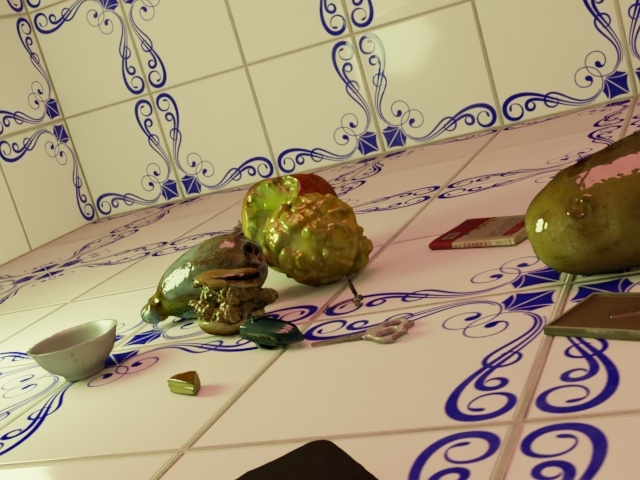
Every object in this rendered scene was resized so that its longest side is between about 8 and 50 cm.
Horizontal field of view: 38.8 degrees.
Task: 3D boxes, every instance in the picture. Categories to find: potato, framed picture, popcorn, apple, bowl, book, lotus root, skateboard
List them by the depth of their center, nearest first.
[{"bbox_3d":[0.449,0.108,1.328,0.150,0.015,0.203,-26,15,-39],"label":"framed picture"},{"bbox_3d":[0.528,-0.062,1.535,0.359,0.219,0.270,-25,3,-5],"label":"potato"},{"bbox_3d":[0.035,0.110,1.791,0.083,0.064,0.032,-23,16,26],"label":"skateboard"},{"bbox_3d":[-0.494,0.234,1.857,0.189,0.086,0.189,-15,10,3],"label":"bowl"},{"bbox_3d":[-0.010,0.005,1.991,0.235,0.181,0.217,14,-44,-23],"label":"popcorn"},{"bbox_3d":[0.373,-0.020,2.002,0.231,0.022,0.162,-4,20,46],"label":"book"},{"bbox_3d":[-0.264,0.091,2.026,0.322,0.158,0.140,-26,32,23],"label":"lotus root"},{"bbox_3d":[-0.063,-0.038,2.160,0.246,0.226,0.246,-14,-5,-1],"label":"apple"}]

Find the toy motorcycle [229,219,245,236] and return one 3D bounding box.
[{"bbox_3d":[-0.241,0.000,2.606,0.212,0.084,0.118,-24,21,-11],"label":"toy motorcycle"}]

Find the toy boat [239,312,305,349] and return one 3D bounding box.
[{"bbox_3d":[-0.083,0.170,1.666,0.141,0.060,0.055,4,23,41],"label":"toy boat"}]

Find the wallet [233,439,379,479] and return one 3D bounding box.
[{"bbox_3d":[-0.111,0.330,0.983,0.377,0.051,0.197,-22,16,-21],"label":"wallet"}]

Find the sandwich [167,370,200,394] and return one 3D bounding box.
[{"bbox_3d":[-0.228,0.245,1.575,0.083,0.031,0.044,-1,23,46],"label":"sandwich"}]

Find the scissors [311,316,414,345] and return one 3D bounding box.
[{"bbox_3d":[0.069,0.166,1.584,0.189,0.015,0.100,-14,10,22],"label":"scissors"}]

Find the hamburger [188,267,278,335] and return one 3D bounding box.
[{"bbox_3d":[-0.173,0.122,1.856,0.184,0.131,0.159,-8,4,11],"label":"hamburger"}]
